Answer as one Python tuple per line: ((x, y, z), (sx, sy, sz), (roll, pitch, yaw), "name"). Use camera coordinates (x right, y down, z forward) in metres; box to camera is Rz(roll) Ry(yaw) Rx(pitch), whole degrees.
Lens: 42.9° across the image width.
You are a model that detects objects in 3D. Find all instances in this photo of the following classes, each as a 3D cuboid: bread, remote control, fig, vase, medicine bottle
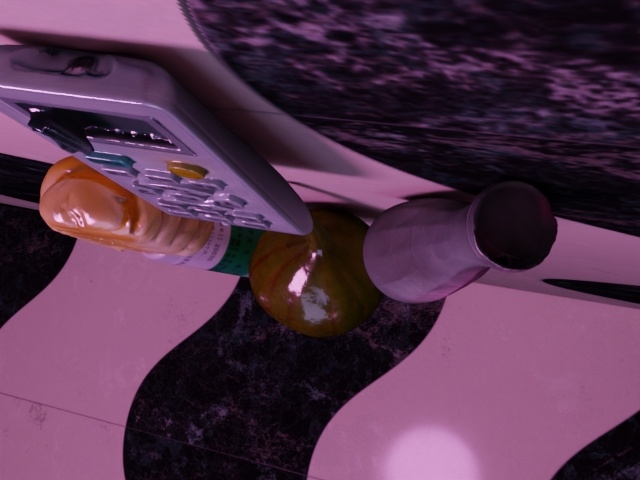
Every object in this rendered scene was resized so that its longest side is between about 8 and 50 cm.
((-0.170, -0.032, 0.728), (0.119, 0.084, 0.177), (7, 176, 15), "bread")
((-0.080, -0.049, 0.479), (0.103, 0.051, 0.293), (9, 173, 13), "remote control")
((0.000, 0.000, 0.830), (0.152, 0.151, 0.259), (10, 150, 4), "fig")
((0.098, 0.001, 0.596), (0.086, 0.086, 0.214), (10, 172, -10), "vase")
((-0.111, 0.000, 1.086), (0.260, 0.095, 0.095), (11, 177, -42), "medicine bottle")
